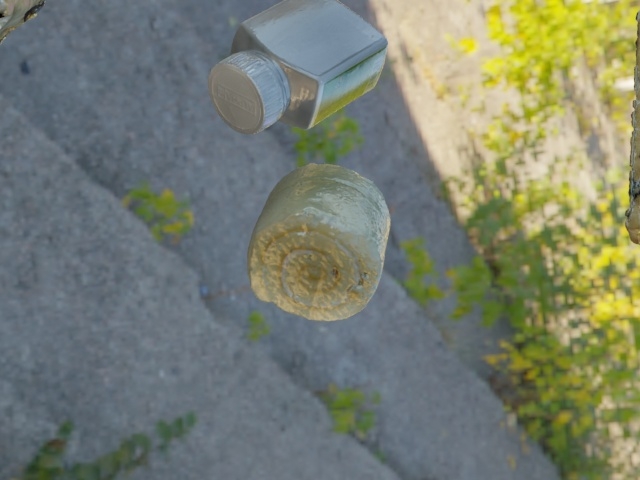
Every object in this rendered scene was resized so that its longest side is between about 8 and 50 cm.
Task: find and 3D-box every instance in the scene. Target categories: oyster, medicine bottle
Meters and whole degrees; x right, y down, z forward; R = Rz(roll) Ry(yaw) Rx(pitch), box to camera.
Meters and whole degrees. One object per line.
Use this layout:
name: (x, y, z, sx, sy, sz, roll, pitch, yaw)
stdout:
oyster: (-0.353, -0.266, 1.413, 0.045, 0.122, 0.146, 4, 107, -41)
medicine bottle: (-0.032, -0.198, 1.424, 0.188, 0.132, 0.088, -36, 157, -37)

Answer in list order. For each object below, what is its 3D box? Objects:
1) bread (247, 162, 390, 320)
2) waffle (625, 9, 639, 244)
bread: (0.000, 0.000, 1.395, 0.141, 0.148, 0.134, -74, 171, -62)
waffle: (0.542, -0.169, 1.678, 0.114, 0.261, 0.376, 37, 56, -47)
